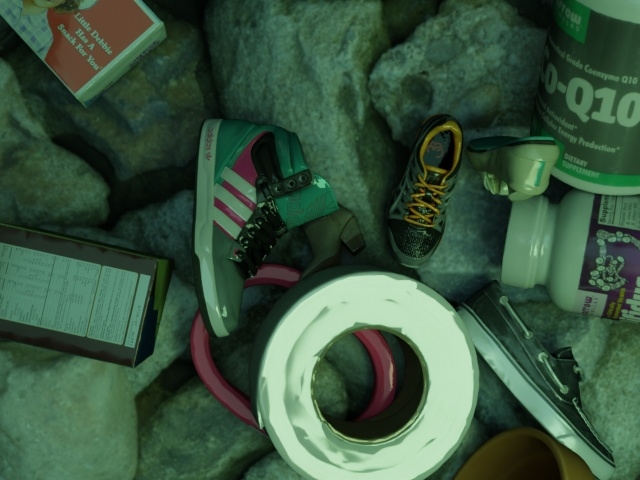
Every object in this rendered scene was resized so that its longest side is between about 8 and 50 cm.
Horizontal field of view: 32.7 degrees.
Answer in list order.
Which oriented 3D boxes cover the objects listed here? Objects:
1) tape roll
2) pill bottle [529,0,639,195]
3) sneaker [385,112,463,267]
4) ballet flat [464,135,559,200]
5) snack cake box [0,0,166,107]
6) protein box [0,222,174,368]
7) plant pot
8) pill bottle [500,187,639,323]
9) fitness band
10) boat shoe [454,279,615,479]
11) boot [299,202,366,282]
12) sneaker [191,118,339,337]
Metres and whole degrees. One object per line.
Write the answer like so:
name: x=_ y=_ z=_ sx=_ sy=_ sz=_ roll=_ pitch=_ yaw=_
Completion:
tape roll: x=0.052 y=0.174 z=1.383 sx=0.286 sy=0.100 sz=0.286 roll=-1 pitch=95 yaw=-11
pill bottle: x=0.378 y=-0.251 z=1.316 sx=0.204 sy=0.204 sz=0.361 roll=0 pitch=130 yaw=-2
sneaker: x=0.140 y=-0.069 z=1.451 sx=0.084 sy=0.083 sz=0.215 roll=12 pitch=90 yaw=-3
ballet flat: x=0.237 y=-0.091 z=1.375 sx=0.086 sy=0.248 sz=0.086 roll=0 pitch=96 yaw=-4
snack cake box: x=-0.346 y=-0.325 z=1.434 sx=0.152 sy=0.089 sz=0.264 roll=-42 pitch=91 yaw=-4
protein box: x=-0.305 y=0.066 z=1.373 sx=0.201 sy=0.200 sz=0.136 roll=13 pitch=89 yaw=-2
plant pot: x=0.287 y=0.409 z=1.367 sx=0.203 sy=0.291 sz=0.291 roll=29 pitch=88 yaw=-18
pill bottle: x=0.391 y=0.021 z=1.404 sx=0.301 sy=0.169 sz=0.169 roll=9 pitch=89 yaw=12
fitness band: x=-0.036 y=0.159 z=1.460 sx=0.290 sy=0.054 sz=0.209 roll=37 pitch=85 yaw=-2
boat shoe: x=0.302 y=0.184 z=1.447 sx=0.102 sy=0.108 sz=0.301 roll=-41 pitch=84 yaw=-1
boot: x=0.000 y=0.000 z=1.454 sx=0.118 sy=0.042 sz=0.087 roll=-31 pitch=64 yaw=-20
sneaker: x=-0.065 y=-0.023 z=1.399 sx=0.178 sy=0.124 sz=0.296 roll=-3 pitch=71 yaw=7
